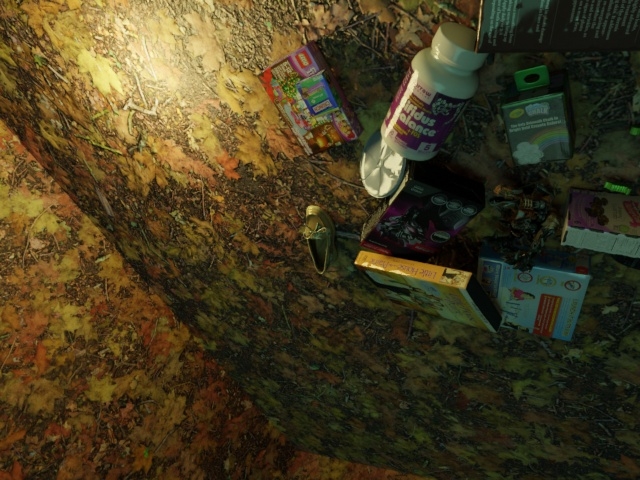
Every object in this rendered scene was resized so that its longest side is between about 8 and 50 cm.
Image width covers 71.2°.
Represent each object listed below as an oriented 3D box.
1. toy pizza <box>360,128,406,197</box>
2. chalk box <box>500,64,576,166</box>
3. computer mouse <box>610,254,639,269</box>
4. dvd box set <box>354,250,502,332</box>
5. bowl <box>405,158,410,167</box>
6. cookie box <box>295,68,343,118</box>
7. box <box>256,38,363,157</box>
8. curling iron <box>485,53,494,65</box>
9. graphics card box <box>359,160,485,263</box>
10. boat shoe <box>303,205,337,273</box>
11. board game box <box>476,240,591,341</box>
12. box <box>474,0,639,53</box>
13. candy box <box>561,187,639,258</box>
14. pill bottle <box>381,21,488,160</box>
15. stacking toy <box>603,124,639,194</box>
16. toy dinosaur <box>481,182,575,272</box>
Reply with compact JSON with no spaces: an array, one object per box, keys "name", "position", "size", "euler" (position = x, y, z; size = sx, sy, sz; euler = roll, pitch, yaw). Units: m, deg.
[{"name":"toy pizza","position":[0.185,-0.224,1.298],"size":[0.032,0.201,0.201],"euler":[0,152,-32]},{"name":"chalk box","position":[0.503,-0.301,1.034],"size":[0.132,0.132,0.213],"euler":[-3,127,35]},{"name":"computer mouse","position":[0.908,0.059,1.211],"size":[0.242,0.041,0.071],"euler":[21,121,5]},{"name":"dvd box set","position":[0.352,0.166,1.488],"size":[0.420,0.062,0.307],"euler":[12,155,44]},{"name":"bowl","position":[0.263,-0.200,1.337],"size":[0.142,0.053,0.142],"euler":[41,137,-10]},{"name":"cookie box","position":[-0.002,-0.400,1.228],"size":[0.092,0.040,0.107],"euler":[-11,123,34]},{"name":"box","position":[-0.030,-0.404,1.315],"size":[0.201,0.057,0.293],"euler":[-14,121,38]},{"name":"curling iron","position":[0.385,-0.515,0.969],"size":[0.068,0.035,0.274],"euler":[13,135,21]},{"name":"graphics card box","position":[0.293,-0.069,1.356],"size":[0.233,0.094,0.371],"euler":[20,144,-9]},{"name":"boat shoe","position":[0.000,0.000,1.664],"size":[0.105,0.089,0.285],"euler":[6,132,28]},{"name":"board game box","position":[0.655,0.161,1.420],"size":[0.302,0.086,0.308],"euler":[10,134,24]},{"name":"box","position":[0.501,-0.470,0.839],"size":[0.382,0.143,0.191],"euler":[8,133,19]},{"name":"candy box","position":[0.721,-0.047,1.118],"size":[0.196,0.165,0.070],"euler":[11,136,22]},{"name":"pill bottle","position":[0.277,-0.356,1.091],"size":[0.169,0.169,0.301],"euler":[29,139,4]},{"name":"stacking toy","position":[0.797,-0.163,1.016],"size":[0.221,0.052,0.167],"euler":[19,129,25]},{"name":"toy dinosaur","position":[0.582,-0.033,1.225],"size":[0.322,0.164,0.218],"euler":[32,110,0]}]
